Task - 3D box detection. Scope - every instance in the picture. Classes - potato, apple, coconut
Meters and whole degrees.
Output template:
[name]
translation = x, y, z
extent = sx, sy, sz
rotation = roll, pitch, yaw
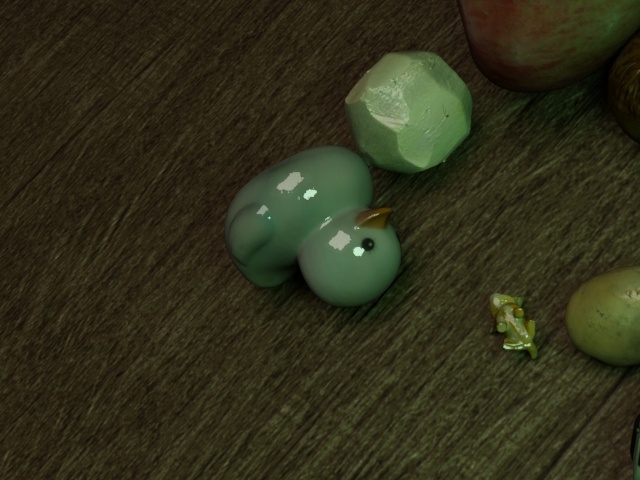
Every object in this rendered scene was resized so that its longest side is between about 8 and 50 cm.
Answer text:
[potato]
translation = 0.343, 0.079, 1.646
extent = 0.147, 0.112, 0.112
rotation = -15, 48, 33
[apple]
translation = 0.302, -0.355, 1.886
extent = 0.269, 0.344, 0.344
rotation = -14, 47, 7
[coconut]
translation = 0.110, -0.166, 1.964
extent = 0.162, 0.161, 0.161
rotation = -44, 43, -15

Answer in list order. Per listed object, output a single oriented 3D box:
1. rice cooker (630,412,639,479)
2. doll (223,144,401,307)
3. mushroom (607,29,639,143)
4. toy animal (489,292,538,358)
[rice cooker]
translation = 0.420, 0.209, 1.403
extent = 0.244, 0.226, 0.226
rotation = 21, 68, 39
[doll]
translation = 0.000, 0.000, 1.903
extent = 0.251, 0.221, 0.221
rotation = -34, 38, 39
[mushroom]
translation = 0.469, -0.198, 1.764
extent = 0.253, 0.153, 0.253
rotation = -16, 39, 14
[toy animal]
translation = 0.230, 0.099, 1.749
extent = 0.060, 0.081, 0.083
rotation = -44, 7, 5
